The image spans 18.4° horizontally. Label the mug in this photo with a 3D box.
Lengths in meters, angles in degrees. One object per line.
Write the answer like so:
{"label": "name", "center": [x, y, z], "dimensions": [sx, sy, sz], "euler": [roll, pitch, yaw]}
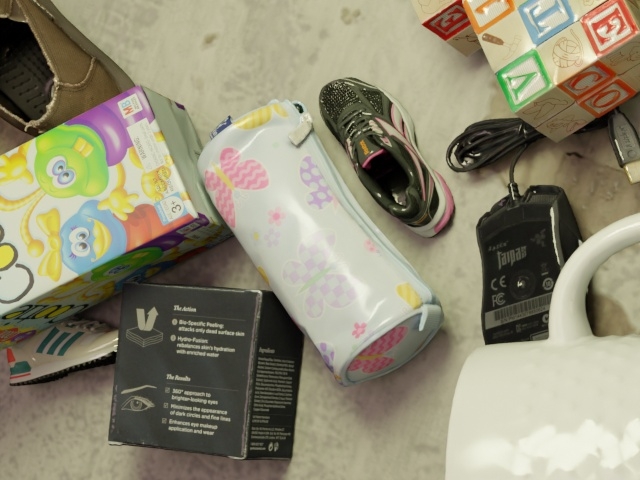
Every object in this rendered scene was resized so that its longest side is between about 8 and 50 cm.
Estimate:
{"label": "mug", "center": [0.287, 0.160, 1.530], "dimensions": [0.328, 0.276, 0.374], "euler": [-5, 89, 19]}

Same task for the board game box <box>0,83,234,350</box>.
{"label": "board game box", "center": [-0.243, -0.017, 1.886], "dimensions": [0.275, 0.142, 0.144], "euler": [-27, 79, 10]}

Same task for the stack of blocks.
{"label": "stack of blocks", "center": [0.169, -0.237, 1.733], "dimensions": [0.171, 0.087, 0.297], "euler": [-33, 60, 21]}

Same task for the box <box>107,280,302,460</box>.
{"label": "box", "center": [-0.107, 0.122, 1.862], "dimensions": [0.156, 0.093, 0.158], "euler": [4, 86, 30]}

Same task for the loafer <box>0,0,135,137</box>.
{"label": "loafer", "center": [-0.338, -0.215, 2.012], "dimensions": [0.366, 0.130, 0.134], "euler": [34, 100, 28]}

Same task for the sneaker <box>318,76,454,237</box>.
{"label": "sneaker", "center": [0.054, -0.085, 1.808], "dimensions": [0.072, 0.077, 0.178], "euler": [-46, 65, 14]}

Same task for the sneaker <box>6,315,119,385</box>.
{"label": "sneaker", "center": [-0.251, 0.095, 1.966], "dimensions": [0.161, 0.057, 0.075], "euler": [-18, 81, 29]}

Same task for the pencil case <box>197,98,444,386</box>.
{"label": "pencil case", "center": [0.000, 0.000, 1.808], "dimensions": [0.124, 0.113, 0.273], "euler": [-38, 67, 10]}

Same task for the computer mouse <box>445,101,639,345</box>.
{"label": "computer mouse", "center": [0.217, -0.005, 1.723], "dimensions": [0.184, 0.060, 0.262], "euler": [-25, 61, 29]}
